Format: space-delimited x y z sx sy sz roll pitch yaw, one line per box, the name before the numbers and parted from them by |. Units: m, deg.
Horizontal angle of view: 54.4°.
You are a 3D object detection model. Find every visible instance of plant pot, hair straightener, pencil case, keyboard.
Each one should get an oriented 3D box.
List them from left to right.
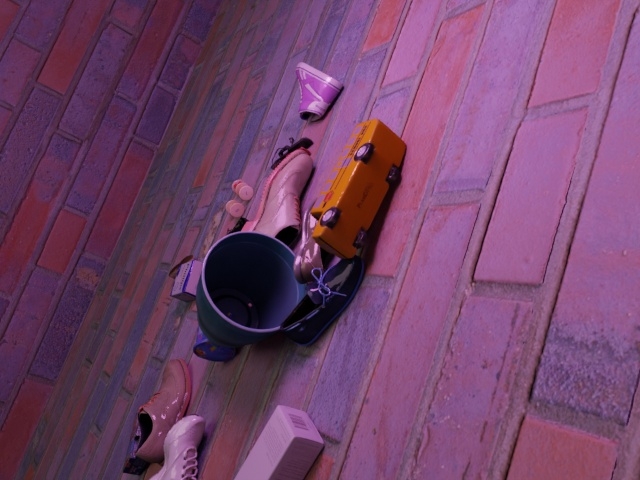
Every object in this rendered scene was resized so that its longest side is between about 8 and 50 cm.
pencil case | -0.288 0.201 1.844 0.133 0.119 0.306 -25 46 38
keyboard | -0.293 0.004 2.121 0.192 0.038 0.100 -53 53 17
plant pot | -0.205 0.155 1.617 0.255 0.271 0.272 130 152 -52
hair straightener | -0.095 -0.286 2.018 0.230 0.047 0.089 -25 46 55

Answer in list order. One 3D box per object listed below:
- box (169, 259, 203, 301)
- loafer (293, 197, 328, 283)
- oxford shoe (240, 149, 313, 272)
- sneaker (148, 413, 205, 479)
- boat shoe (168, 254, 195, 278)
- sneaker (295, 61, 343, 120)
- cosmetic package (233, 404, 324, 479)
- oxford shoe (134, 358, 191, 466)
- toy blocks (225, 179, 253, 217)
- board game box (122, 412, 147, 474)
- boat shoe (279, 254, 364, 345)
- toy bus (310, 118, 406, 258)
box | -0.469 0.146 2.239 0.137 0.072 0.126 -18 52 52
loafer | 0.000 0.000 1.585 0.087 0.094 0.251 -1 58 20
oxford shoe | -0.098 -0.077 1.791 0.146 0.140 0.397 17 75 30
sneaker | -0.373 0.617 1.683 0.129 0.111 0.297 18 86 46
boat shoe | -0.526 0.108 2.408 0.153 0.048 0.056 -36 26 30
sneaker | -0.042 -0.480 2.024 0.161 0.102 0.282 -60 28 13
cosmetic package | -0.097 0.484 1.326 0.231 0.085 0.117 -61 28 9
oxford shoe | -0.482 0.504 1.900 0.123 0.130 0.348 -43 35 33
toy blocks | -0.302 -0.155 2.231 0.123 0.054 0.148 -61 28 4
board game box | -0.566 0.614 1.998 0.194 0.060 0.194 -57 24 35
boat shoe | 0.002 0.136 1.440 0.258 0.089 0.109 -56 29 8
toy bus | 0.081 -0.122 1.459 0.130 0.108 0.333 -1 57 57
